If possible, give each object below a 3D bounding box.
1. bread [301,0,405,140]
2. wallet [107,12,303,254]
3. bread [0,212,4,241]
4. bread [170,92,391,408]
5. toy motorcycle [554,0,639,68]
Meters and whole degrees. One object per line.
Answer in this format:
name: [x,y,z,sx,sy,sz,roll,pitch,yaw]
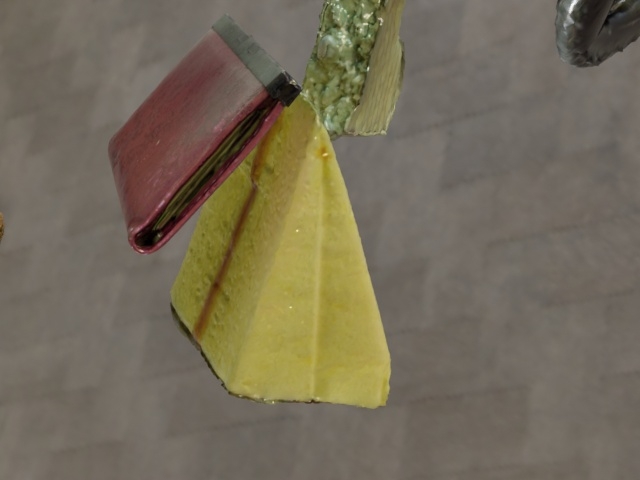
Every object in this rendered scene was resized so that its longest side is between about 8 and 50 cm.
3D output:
bread: [0.027,-0.150,1.517,0.064,0.232,0.172,17,57,13]
wallet: [-0.073,-0.065,0.967,0.119,0.025,0.232,-47,17,4]
bread: [-0.243,0.002,1.100,0.083,0.077,0.070,-62,4,6]
bread: [0.000,-0.004,1.449,0.167,0.163,0.264,53,129,53]
toy motorcycle: [0.130,-0.161,0.359,0.125,0.187,0.274,40,91,20]
